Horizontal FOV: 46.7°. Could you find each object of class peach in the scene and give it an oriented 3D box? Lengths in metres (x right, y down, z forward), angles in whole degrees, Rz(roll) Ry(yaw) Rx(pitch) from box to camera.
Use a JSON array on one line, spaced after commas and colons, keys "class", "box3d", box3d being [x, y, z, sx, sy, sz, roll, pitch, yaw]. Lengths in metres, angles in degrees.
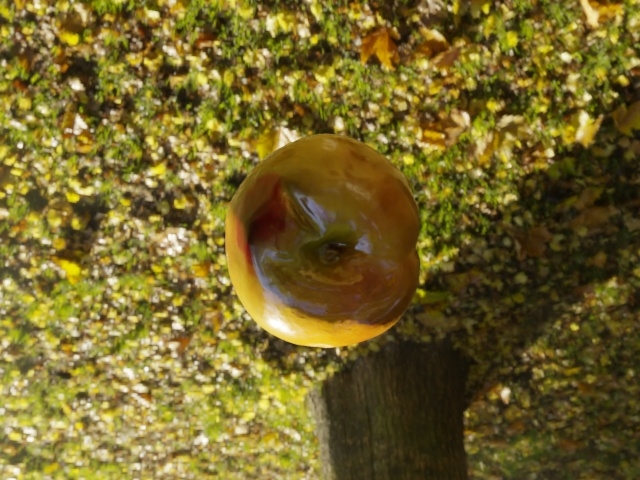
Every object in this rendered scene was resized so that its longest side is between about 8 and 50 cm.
[{"class": "peach", "box3d": [0.000, 0.000, 0.489, 0.138, 0.138, 0.138, -4, 139, -3]}]
